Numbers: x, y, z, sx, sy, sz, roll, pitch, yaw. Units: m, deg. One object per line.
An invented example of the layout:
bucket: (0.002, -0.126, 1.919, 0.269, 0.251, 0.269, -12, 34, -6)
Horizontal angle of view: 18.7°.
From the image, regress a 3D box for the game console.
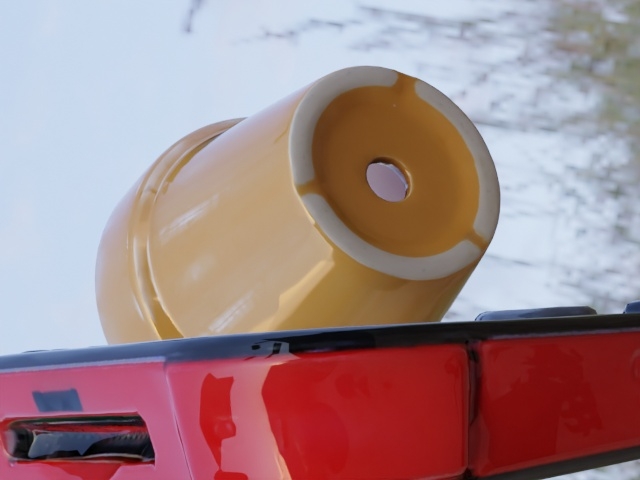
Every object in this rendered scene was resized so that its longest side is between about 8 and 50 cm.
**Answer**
game console: (0.021, 0.053, 0.761, 0.342, 0.387, 0.060, -7, -91, -36)

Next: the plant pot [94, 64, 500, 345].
plant pot: (0.000, 0.000, 1.093, 0.205, 0.205, 0.188, -51, 4, -36)
